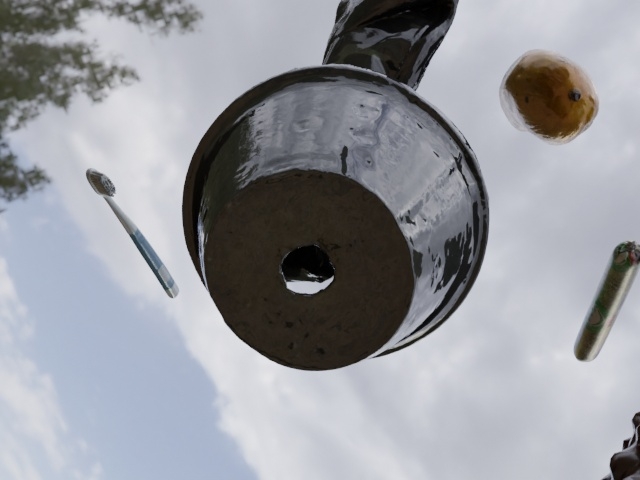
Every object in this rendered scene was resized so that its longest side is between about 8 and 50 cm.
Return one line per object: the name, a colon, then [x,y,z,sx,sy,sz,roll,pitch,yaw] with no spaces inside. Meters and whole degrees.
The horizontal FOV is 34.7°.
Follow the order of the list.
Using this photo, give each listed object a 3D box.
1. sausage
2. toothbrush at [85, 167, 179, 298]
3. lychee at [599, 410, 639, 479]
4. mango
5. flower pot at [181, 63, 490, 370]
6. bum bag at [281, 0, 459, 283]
sausage: [0.309,0.071,1.110,0.033,0.033,0.269,49,-18,26]
toothbrush: [-0.224,-0.002,1.269,0.025,0.019,0.275,17,-27,26]
lychee: [0.231,0.140,0.395,0.267,0.267,0.267,40,-36,37]
mango: [0.229,-0.148,1.050,0.190,0.075,0.098,-124,-160,-79]
flower pot: [0.000,0.000,0.821,0.166,0.269,0.269,-57,129,-72]
bum bag: [0.023,-0.113,0.981,0.144,0.340,0.095,9,-18,47]
